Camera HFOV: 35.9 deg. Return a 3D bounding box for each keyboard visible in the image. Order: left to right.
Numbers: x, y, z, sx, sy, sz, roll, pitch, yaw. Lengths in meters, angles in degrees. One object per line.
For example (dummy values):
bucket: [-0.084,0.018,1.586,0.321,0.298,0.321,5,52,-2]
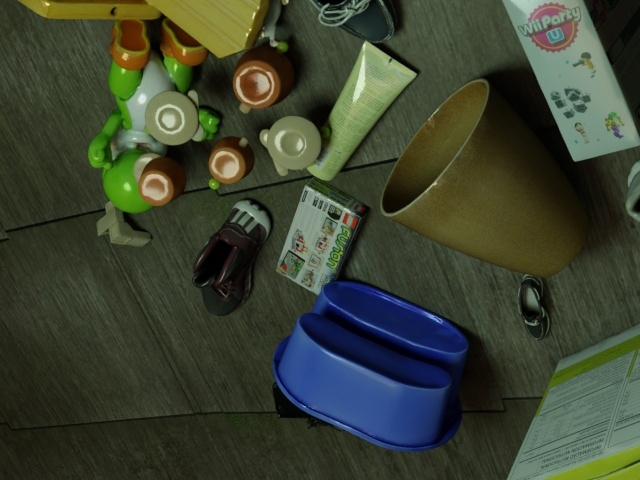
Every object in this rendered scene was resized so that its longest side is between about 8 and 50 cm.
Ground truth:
keyboard: [-0.005,0.324,1.957,0.192,0.038,0.100,-5,94,34]

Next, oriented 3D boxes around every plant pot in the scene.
plant pot: [0.257,-0.064,1.428,0.254,0.237,0.237,34,133,-15]

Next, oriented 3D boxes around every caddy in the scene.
caddy: [0.088,0.222,1.685,0.341,0.241,0.179,23,123,12]

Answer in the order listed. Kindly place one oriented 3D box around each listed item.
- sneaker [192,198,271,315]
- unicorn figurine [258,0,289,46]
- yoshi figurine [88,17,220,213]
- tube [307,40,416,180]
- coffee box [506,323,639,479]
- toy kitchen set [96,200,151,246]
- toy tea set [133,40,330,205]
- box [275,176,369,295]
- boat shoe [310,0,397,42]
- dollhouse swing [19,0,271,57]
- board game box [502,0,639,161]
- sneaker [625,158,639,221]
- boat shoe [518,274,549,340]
sneaker: [-0.192,0.062,1.793,0.106,0.162,0.281,30,131,10]
unicorn figurine: [-0.085,-0.344,1.514,0.060,0.111,0.162,25,113,-23]
yoshi figurine: [-0.294,-0.186,1.672,0.203,0.203,0.362,27,134,4]
tube: [0.054,-0.196,1.551,0.240,0.070,0.062,-56,45,38]
coffee box: [0.532,0.332,1.433,0.338,0.334,0.338,49,131,-7]
toy kitchen set: [-0.387,-0.028,1.937,0.068,0.075,0.083,-32,61,38]
toy tea set: [-0.159,-0.179,1.584,0.335,0.124,0.200,-18,106,12]
box: [0.000,0.000,1.723,0.114,0.036,0.207,30,131,10]
boat shoe: [0.027,-0.353,1.378,0.095,0.079,0.254,-33,132,15]
dollhouse swing: [-0.261,-0.441,1.394,0.305,0.315,0.347,51,133,31]
board game box: [0.327,-0.285,1.215,0.097,0.224,0.303,-14,112,39]
sneaker: [0.524,-0.082,1.302,0.262,0.121,0.099,-25,107,39]
boat shoe: [0.342,0.113,1.596,0.046,0.038,0.125,8,124,26]
